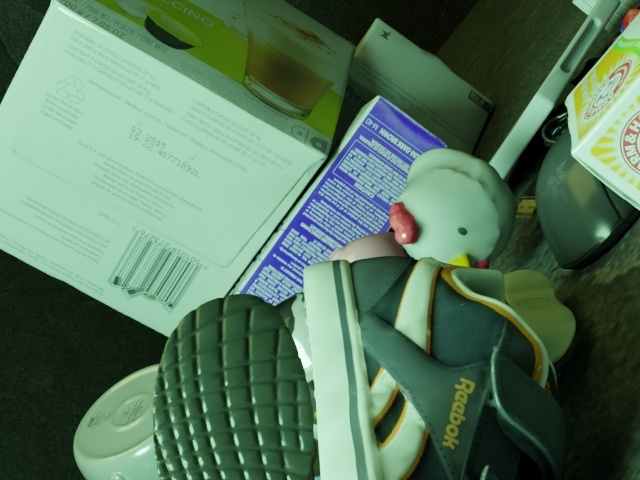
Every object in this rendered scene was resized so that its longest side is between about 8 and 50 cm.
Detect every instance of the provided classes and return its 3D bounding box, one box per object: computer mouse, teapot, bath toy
[{"bbox_3d":[0.196,-0.062,0.825,0.184,0.060,0.262,-47,9,48],"label":"computer mouse"},{"bbox_3d":[-0.254,0.336,1.655,0.256,0.187,0.252,-39,28,-17],"label":"teapot"},{"bbox_3d":[0.036,0.071,0.898,0.129,0.151,0.348,-21,-25,-53],"label":"bath toy"}]

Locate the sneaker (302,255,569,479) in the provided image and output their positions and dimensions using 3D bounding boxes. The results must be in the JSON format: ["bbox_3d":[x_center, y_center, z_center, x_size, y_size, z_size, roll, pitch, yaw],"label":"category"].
[{"bbox_3d":[0.063,0.115,0.502,0.321,0.128,0.126,-95,-3,-50],"label":"sneaker"}]

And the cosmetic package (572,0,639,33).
[{"bbox_3d":[0.349,-0.326,1.141,0.099,0.060,0.239,-44,10,43],"label":"cosmetic package"}]

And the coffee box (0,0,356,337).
[{"bbox_3d":[-0.197,-0.146,1.308,0.338,0.338,0.334,-53,13,32],"label":"coffee box"}]

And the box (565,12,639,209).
[{"bbox_3d":[0.232,-0.104,0.538,0.203,0.103,0.114,-52,5,26],"label":"box"}]

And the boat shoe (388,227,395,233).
[{"bbox_3d":[0.071,0.013,1.493,0.135,0.050,0.045,-52,11,23],"label":"boat shoe"}]

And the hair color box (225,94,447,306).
[{"bbox_3d":[0.000,0.000,1.238,0.338,0.110,0.185,-53,5,-1],"label":"hair color box"}]

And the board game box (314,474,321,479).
[{"bbox_3d":[-0.099,0.240,0.911,0.136,0.201,0.035,139,123,-70],"label":"board game box"}]

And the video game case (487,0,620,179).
[{"bbox_3d":[0.213,-0.127,1.035,0.183,0.023,0.201,-52,-7,-36],"label":"video game case"}]

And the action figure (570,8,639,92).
[{"bbox_3d":[0.282,-0.182,0.990,0.115,0.030,0.038,-58,6,41],"label":"action figure"}]

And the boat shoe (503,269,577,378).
[{"bbox_3d":[0.137,0.061,0.670,0.137,0.049,0.043,-78,-18,-71],"label":"boat shoe"}]

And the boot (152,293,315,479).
[{"bbox_3d":[-0.041,0.166,0.594,0.161,0.084,0.246,105,155,-73],"label":"boot"}]

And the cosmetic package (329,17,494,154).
[{"bbox_3d":[0.058,-0.116,1.563,0.385,0.217,0.156,-51,7,49],"label":"cosmetic package"}]
